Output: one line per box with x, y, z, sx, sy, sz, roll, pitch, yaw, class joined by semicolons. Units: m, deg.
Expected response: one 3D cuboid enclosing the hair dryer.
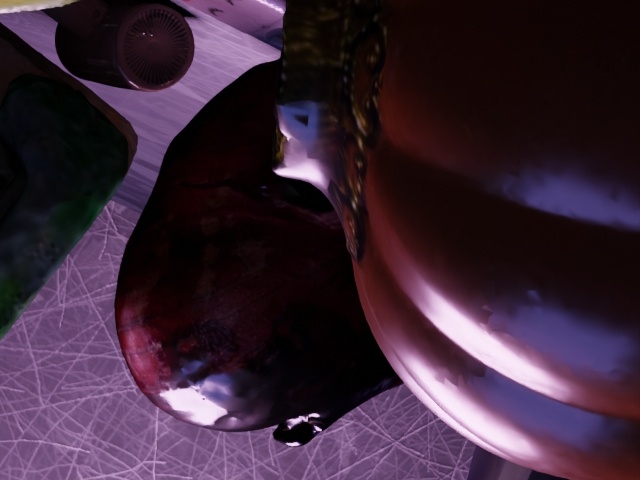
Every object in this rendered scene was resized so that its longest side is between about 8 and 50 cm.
-0.182;-0.171;1.088;0.181;0.064;0.117;38;168;-34;hair dryer

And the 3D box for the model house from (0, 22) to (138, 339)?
-0.374;-0.037;1.160;0.342;0.382;0.334;39;-179;-9;model house

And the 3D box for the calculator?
-0.051;-0.148;0.885;0.175;0.032;0.100;25;173;-16;calculator

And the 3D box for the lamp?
0.085;-0.042;0.436;0.196;0.223;0.223;6;173;0;lamp

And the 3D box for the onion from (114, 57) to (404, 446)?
-0.016;0.005;1.002;0.221;0.281;0.281;61;162;-14;onion

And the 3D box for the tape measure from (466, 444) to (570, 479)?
0.183;0.078;0.860;0.138;0.259;0.262;24;174;1;tape measure

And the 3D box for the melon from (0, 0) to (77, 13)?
-0.189;-0.185;0.759;0.169;0.129;0.265;3;177;-19;melon
